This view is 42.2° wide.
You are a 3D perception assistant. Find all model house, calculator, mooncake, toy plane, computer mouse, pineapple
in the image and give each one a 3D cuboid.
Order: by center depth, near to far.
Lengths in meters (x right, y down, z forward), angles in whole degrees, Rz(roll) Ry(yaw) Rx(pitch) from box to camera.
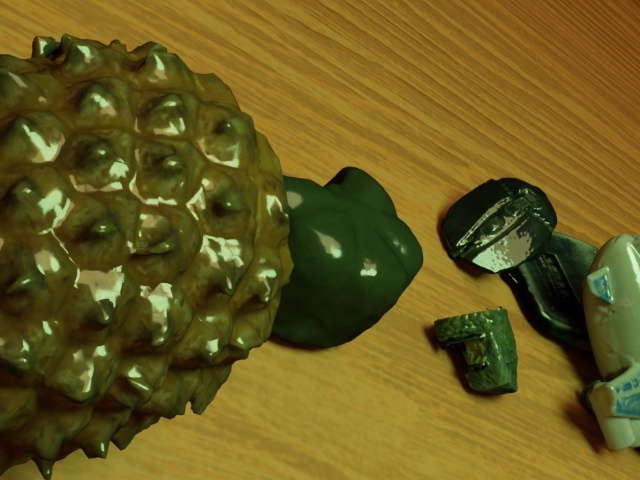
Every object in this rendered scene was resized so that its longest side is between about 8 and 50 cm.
[{"bbox_3d":[-0.194,0.025,0.375,0.357,0.223,0.223,-22,74,-43],"label":"pineapple"},{"bbox_3d":[0.000,0.000,0.685,0.168,0.104,0.175,36,33,-9],"label":"mooncake"},{"bbox_3d":[0.155,0.110,0.799,0.079,0.066,0.083,6,70,-59],"label":"model house"},{"bbox_3d":[0.368,0.118,0.924,0.267,0.123,0.266,6,81,-42],"label":"toy plane"},{"bbox_3d":[0.217,-0.024,0.958,0.106,0.062,0.192,46,43,17],"label":"computer mouse"},{"bbox_3d":[0.317,0.061,1.039,0.268,0.040,0.177,10,48,-37],"label":"calculator"}]
